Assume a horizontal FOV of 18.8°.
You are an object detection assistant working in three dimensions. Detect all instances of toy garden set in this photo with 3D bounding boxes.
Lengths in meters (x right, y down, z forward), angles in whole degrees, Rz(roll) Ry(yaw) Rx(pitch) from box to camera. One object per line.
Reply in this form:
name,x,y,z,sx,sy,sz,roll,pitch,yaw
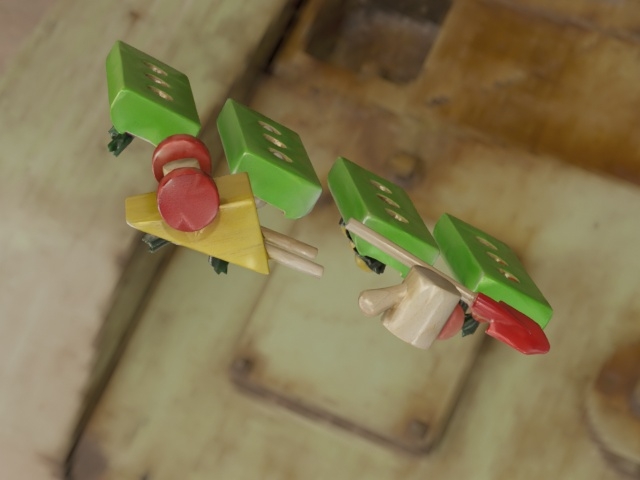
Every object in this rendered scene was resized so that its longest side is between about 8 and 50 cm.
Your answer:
toy garden set,0.000,0.000,0.943,0.244,0.049,0.204,27,-167,-15
